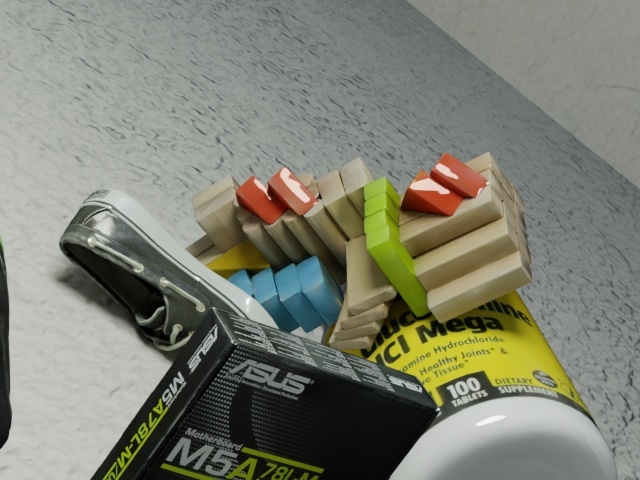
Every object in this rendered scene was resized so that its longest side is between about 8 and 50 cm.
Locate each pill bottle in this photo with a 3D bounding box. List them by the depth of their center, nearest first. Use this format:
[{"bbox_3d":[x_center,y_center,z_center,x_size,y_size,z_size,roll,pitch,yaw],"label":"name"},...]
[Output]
[{"bbox_3d":[0.105,0.127,1.586,0.188,0.188,0.334,26,20,-28],"label":"pill bottle"}]

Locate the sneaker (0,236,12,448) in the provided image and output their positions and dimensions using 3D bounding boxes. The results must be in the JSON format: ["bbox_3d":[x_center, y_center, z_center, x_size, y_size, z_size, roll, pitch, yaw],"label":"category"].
[{"bbox_3d":[-0.282,-0.013,1.057,0.202,0.185,0.483,64,5,33],"label":"sneaker"}]

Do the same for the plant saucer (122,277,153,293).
[{"bbox_3d":[-0.162,0.025,1.630,0.083,0.015,0.083,32,18,-12],"label":"plant saucer"}]

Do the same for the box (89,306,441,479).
[{"bbox_3d":[-0.043,0.148,1.271,0.190,0.184,0.045,22,24,-39],"label":"box"}]

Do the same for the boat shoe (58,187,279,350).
[{"bbox_3d":[-0.121,0.054,1.560,0.219,0.078,0.070,41,50,-11],"label":"boat shoe"}]

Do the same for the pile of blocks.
[{"bbox_3d":[0.000,0.000,1.564,0.113,0.362,0.149,52,46,-33],"label":"pile of blocks"}]
